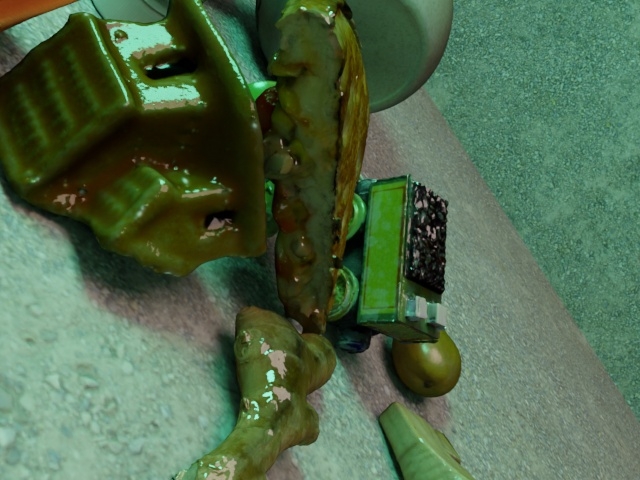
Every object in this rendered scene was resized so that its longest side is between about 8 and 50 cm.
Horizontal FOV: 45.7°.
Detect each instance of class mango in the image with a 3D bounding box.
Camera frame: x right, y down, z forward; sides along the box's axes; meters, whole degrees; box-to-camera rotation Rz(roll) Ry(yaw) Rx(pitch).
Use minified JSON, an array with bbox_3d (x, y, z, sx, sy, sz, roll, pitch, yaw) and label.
[{"bbox_3d":[0.167,0.177,1.206,0.130,0.092,0.195,47,13,-13],"label":"mango"}]

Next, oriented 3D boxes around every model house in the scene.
[{"bbox_3d":[-0.190,-0.092,0.754,0.239,0.173,0.268,-15,66,-34],"label":"model house"}]

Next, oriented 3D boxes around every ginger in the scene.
[{"bbox_3d":[-0.052,0.158,0.790,0.148,0.081,0.334,65,19,-17],"label":"ginger"}]

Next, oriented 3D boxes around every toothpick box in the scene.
[{"bbox_3d":[0.075,-0.497,1.564,0.409,0.409,0.425,41,32,-31],"label":"toothpick box"}]

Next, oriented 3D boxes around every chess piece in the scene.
[{"bbox_3d":[0.169,0.334,0.953,0.137,0.137,0.301,34,18,-42],"label":"chess piece"}]

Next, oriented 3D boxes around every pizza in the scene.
[{"bbox_3d":[-0.020,-0.081,0.915,0.440,0.130,0.406,-19,116,-82],"label":"pizza"}]

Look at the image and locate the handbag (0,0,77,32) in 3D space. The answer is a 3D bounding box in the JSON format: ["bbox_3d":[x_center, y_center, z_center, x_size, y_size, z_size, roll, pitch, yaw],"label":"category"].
[{"bbox_3d":[-0.396,-0.360,0.666,0.410,0.116,0.303,32,25,-11],"label":"handbag"}]

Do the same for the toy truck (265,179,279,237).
[{"bbox_3d":[-0.103,-0.065,1.014,0.169,0.077,0.100,36,25,-42],"label":"toy truck"}]

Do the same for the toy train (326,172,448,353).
[{"bbox_3d":[0.087,0.030,1.073,0.134,0.177,0.261,28,62,-49],"label":"toy train"}]

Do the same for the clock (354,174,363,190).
[{"bbox_3d":[0.025,-0.089,1.272,0.191,0.062,0.151,18,42,-53],"label":"clock"}]

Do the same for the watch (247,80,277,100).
[{"bbox_3d":[-0.085,-0.149,1.131,0.152,0.165,0.131,-4,58,-37],"label":"watch"}]

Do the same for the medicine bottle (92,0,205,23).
[{"bbox_3d":[-0.207,-0.395,1.073,0.139,0.237,0.139,45,22,-24],"label":"medicine bottle"}]
